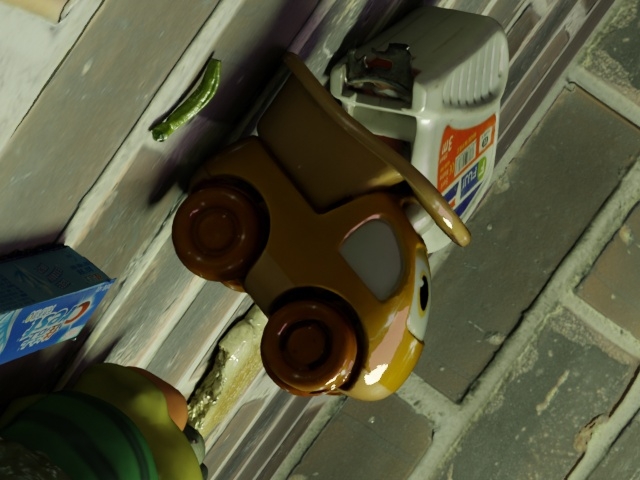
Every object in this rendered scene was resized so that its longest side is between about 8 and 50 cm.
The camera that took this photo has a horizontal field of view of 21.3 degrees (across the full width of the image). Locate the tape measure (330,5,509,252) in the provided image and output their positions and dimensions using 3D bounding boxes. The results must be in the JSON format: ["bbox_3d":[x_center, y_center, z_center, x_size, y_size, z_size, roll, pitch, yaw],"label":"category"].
[{"bbox_3d":[0.101,-0.122,1.809,0.258,0.130,0.265,-44,143,-56],"label":"tape measure"}]

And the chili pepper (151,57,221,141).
[{"bbox_3d":[-0.103,-0.106,1.332,0.083,0.017,0.030,-50,168,-18],"label":"chili pepper"}]

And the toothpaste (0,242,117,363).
[{"bbox_3d":[-0.226,0.052,1.190,0.066,0.053,0.272,-56,171,13],"label":"toothpaste"}]

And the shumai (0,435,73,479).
[{"bbox_3d":[-0.308,0.243,1.238,0.256,0.189,0.218,-40,156,17],"label":"shumai"}]

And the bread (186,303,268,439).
[{"bbox_3d":[-0.111,0.168,2.221,0.182,0.039,0.251,-42,165,-50],"label":"bread"}]

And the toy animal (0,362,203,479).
[{"bbox_3d":[-0.203,0.226,1.504,0.216,0.191,0.338,-54,170,4],"label":"toy animal"}]

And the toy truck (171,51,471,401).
[{"bbox_3d":[0.000,0.000,1.508,0.211,0.288,0.204,-42,170,3],"label":"toy truck"}]

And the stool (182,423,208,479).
[{"bbox_3d":[-0.192,0.324,2.086,0.153,0.139,0.228,-51,173,-26],"label":"stool"}]
